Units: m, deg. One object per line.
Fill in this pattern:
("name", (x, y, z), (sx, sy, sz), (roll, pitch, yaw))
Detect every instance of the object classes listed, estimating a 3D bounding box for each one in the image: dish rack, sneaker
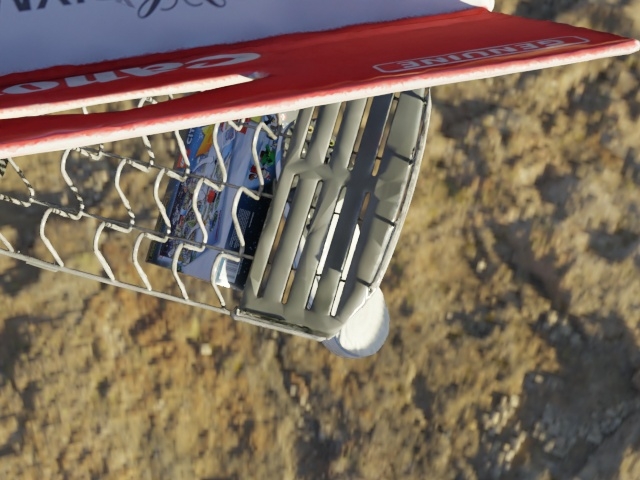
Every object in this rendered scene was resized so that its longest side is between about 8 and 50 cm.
("dish rack", (-0.081, -0.062, 0.789), (0.272, 0.074, 0.208), (14, 80, 10))
("sneaker", (0.000, 0.000, 1.355), (0.085, 0.086, 0.237), (-17, 94, -30))

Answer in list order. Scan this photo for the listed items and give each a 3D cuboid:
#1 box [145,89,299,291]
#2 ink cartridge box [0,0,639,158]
("box", (-0.095, -0.073, 1.445), (0.044, 0.159, 0.233), (18, 87, -32))
("ink cartridge box", (-0.082, -0.083, 0.484), (0.296, 0.066, 0.261), (-10, 13, -12))
